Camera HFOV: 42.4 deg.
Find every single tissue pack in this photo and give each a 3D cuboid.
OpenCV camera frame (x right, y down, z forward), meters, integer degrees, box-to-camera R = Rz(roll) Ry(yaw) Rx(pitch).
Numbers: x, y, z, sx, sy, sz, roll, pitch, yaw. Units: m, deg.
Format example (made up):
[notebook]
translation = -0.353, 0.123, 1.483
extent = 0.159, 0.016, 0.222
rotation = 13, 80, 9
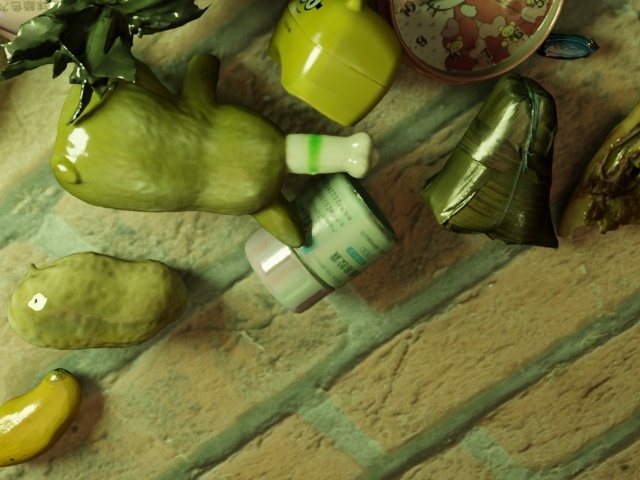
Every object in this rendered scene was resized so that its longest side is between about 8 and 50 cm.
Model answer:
[tissue pack]
translation = 0.019, -0.222, 0.934
extent = 0.123, 0.178, 0.127
rotation = 28, 112, -26

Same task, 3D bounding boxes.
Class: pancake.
[pancake]
translation = 0.452, -0.118, 1.158
extent = 0.258, 0.056, 0.212
rotation = -20, 128, -9

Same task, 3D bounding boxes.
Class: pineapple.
[pineapple]
translation = -0.181, -0.281, 0.819
extent = 0.166, 0.165, 0.364
rotation = 26, 89, -24

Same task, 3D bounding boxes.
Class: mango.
[mango]
translation = -0.411, 0.258, 1.172
extent = 0.190, 0.075, 0.098
rotation = -42, 124, 4

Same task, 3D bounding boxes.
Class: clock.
[clock]
translation = 0.185, -0.305, 0.995
extent = 0.245, 0.056, 0.244
rotation = -5, 121, -9

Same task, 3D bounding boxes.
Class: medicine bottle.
[medicine bottle]
translation = 0.000, 0.000, 1.081
extent = 0.168, 0.135, 0.135
rotation = -36, 120, 9

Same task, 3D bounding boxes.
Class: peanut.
[peanut]
translation = -0.287, 0.078, 1.070
extent = 0.225, 0.129, 0.129
rotation = 2, 118, -24

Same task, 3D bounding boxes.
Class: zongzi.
[zongzi]
translation = 0.286, -0.090, 1.100
extent = 0.242, 0.112, 0.221
rotation = 15, 123, -24

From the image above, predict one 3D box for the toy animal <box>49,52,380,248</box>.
[toy animal]
translation = -0.131, -0.105, 0.979
extent = 0.363, 0.180, 0.181
rotation = 7, 124, -23

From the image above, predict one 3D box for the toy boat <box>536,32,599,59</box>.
[toy boat]
translation = 0.320, -0.252, 1.066
extent = 0.083, 0.038, 0.038
rotation = 6, 118, 4

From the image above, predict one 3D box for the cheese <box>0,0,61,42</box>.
[cheese]
translation = -0.311, -0.332, 0.863
extent = 0.189, 0.074, 0.285
rotation = -8, 120, -9
